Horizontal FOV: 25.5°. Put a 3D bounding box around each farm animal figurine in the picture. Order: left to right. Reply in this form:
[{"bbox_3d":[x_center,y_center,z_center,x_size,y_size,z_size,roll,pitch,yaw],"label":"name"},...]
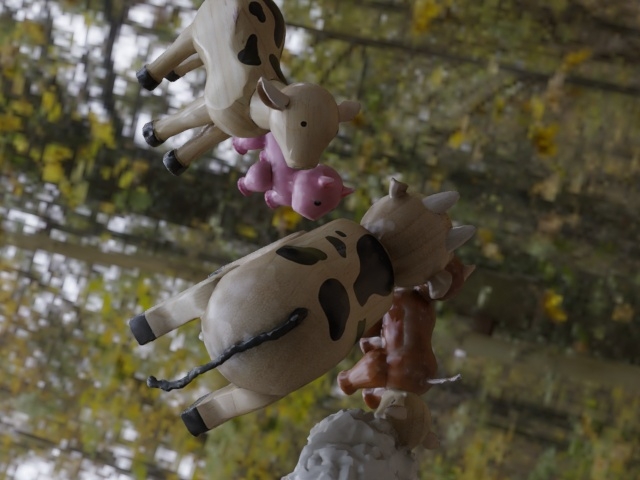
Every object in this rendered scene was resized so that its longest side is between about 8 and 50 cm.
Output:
[{"bbox_3d":[0.000,0.000,0.954,0.330,0.172,0.326,52,-148,-17],"label":"farm animal figurine"}]
